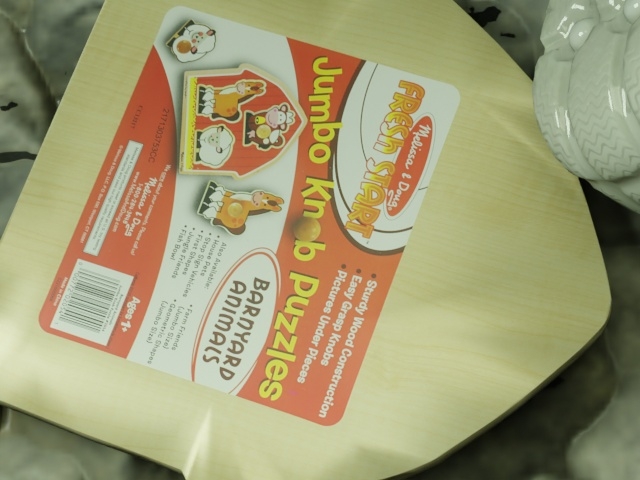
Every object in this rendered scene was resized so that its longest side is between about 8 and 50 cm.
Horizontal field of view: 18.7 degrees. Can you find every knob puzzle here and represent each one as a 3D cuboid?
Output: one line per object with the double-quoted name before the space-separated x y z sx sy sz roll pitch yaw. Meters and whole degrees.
"knob puzzle" 0.000 0.000 0.634 0.213 0.030 0.213 -2 71 6

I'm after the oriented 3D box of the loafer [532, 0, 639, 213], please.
"loafer" 0.162 -0.145 0.636 0.111 0.112 0.319 27 72 -23
